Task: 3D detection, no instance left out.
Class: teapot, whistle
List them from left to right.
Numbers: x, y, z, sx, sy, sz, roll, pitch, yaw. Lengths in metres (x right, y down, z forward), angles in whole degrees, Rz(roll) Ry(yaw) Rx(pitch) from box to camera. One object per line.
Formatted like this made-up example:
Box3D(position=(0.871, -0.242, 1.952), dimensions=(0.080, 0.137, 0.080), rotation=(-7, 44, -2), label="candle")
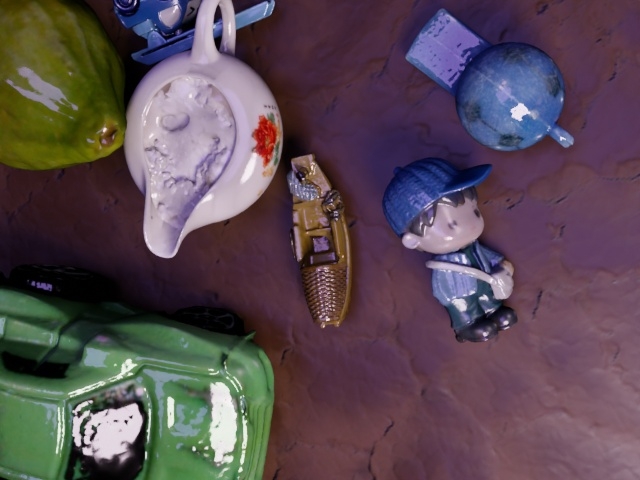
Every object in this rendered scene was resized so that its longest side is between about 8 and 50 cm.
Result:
Box3D(position=(-0.099, -0.099, 0.708), dimensions=(0.145, 0.092, 0.226), rotation=(10, 98, 16), label="teapot")
Box3D(position=(0.131, -0.122, 0.635), dimensions=(0.158, 0.090, 0.090), rotation=(40, 103, 13), label="whistle")

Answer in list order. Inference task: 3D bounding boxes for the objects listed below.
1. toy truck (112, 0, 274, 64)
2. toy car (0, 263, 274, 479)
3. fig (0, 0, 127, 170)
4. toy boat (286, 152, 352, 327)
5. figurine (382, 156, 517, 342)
Box3D(position=(-0.115, -0.212, 0.732), dimensions=(0.136, 0.063, 0.074), rotation=(-18, 105, 17), label="toy truck")
Box3D(position=(-0.227, 0.144, 0.718), dimensions=(0.359, 0.176, 0.213), rotation=(13, 97, 18), label="toy car")
Box3D(position=(-0.244, -0.140, 0.727), dimensions=(0.233, 0.167, 0.167), rotation=(34, 102, 6), label="fig")
Box3D(position=(0.000, 0.000, 0.702), dimensions=(0.047, 0.049, 0.149), rotation=(-9, 89, 20), label="toy boat")
Box3D(position=(0.108, 0.004, 0.659), dimensions=(0.087, 0.086, 0.149), rotation=(-10, 103, 58), label="figurine")
